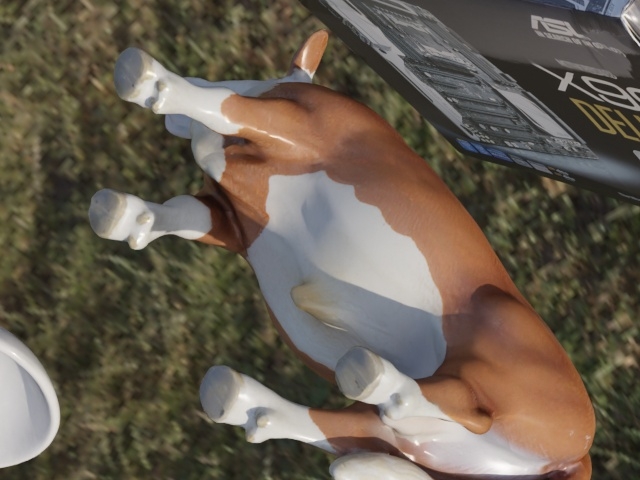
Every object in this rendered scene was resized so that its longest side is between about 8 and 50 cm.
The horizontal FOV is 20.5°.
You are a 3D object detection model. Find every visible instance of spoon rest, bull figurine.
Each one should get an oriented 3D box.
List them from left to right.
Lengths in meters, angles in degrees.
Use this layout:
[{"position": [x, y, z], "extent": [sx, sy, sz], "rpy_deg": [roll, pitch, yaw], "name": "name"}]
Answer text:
[{"position": [-0.294, 0.099, 1.111], "extent": [0.276, 0.137, 0.084], "rpy_deg": [-1, 45, 18], "name": "spoon rest"}, {"position": [0.000, 0.000, 0.798], "extent": [0.310, 0.188, 0.101], "rpy_deg": [48, 117, 32], "name": "bull figurine"}]

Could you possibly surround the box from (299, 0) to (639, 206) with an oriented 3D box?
[{"position": [0.132, -0.108, 0.985], "extent": [0.307, 0.242, 0.076], "rpy_deg": [22, 78, 48], "name": "box"}]
